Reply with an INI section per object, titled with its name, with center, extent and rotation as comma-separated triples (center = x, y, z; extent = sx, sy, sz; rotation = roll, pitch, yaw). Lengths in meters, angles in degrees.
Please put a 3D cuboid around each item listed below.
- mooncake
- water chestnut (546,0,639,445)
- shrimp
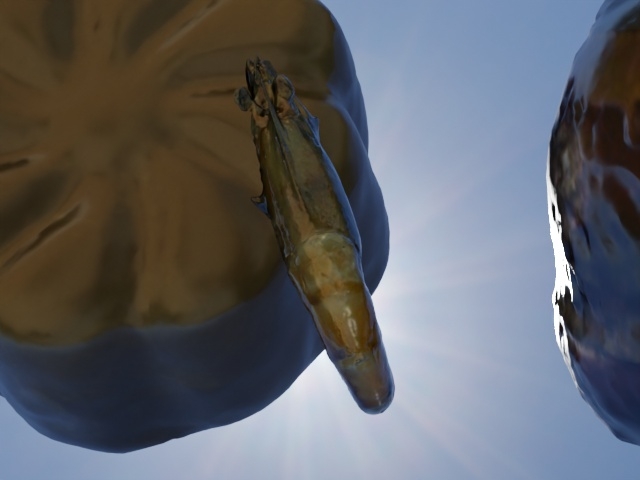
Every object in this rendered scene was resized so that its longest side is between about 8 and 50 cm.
[mooncake]
center = -0.138, -0.046, 0.944
extent = 0.378, 0.201, 0.378
rotation = -3, -122, 6
[water chestnut]
center = 0.260, 0.023, 0.542
extent = 0.335, 0.335, 0.347
rotation = -2, -83, 27
[shrimp]
center = 0.000, 0.000, 0.763
extent = 0.051, 0.150, 0.217
rotation = -19, -105, 5
